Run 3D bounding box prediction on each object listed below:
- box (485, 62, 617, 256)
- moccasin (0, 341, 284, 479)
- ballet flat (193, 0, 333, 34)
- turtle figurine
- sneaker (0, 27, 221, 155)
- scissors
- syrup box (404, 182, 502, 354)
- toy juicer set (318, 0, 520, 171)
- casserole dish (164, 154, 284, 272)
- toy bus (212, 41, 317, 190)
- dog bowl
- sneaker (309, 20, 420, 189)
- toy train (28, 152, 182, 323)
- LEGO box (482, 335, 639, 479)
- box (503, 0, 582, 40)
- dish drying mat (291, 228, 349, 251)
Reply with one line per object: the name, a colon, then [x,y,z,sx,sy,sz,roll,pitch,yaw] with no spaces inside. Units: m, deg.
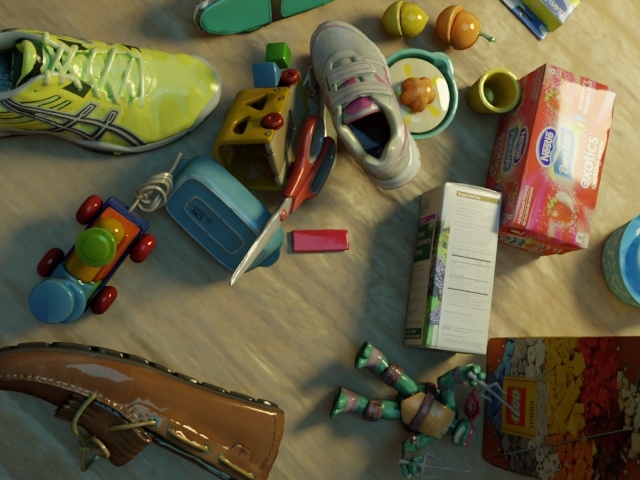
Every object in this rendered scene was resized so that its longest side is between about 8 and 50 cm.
box: [0.339,-0.116,1.178,0.128,0.122,0.256,17,79,-12]
moccasin: [-0.235,0.227,0.980,0.380,0.139,0.147,24,69,-21]
ballet flat: [-0.079,-0.356,1.124,0.241,0.091,0.077,-19,59,-21]
turtle figurine: [0.142,0.240,1.083,0.234,0.118,0.175,25,78,1]
sneaker: [-0.314,-0.192,0.994,0.385,0.147,0.145,-5,83,-17]
scissors: [-0.041,-0.039,1.025,0.021,0.109,0.297,12,59,19]
syrup box: [0.191,0.043,1.133,0.096,0.093,0.236,9,81,-14]
toy juicer set: [0.123,-0.247,1.147,0.329,0.089,0.209,-20,93,-14]
casserole dish: [-0.134,-0.028,1.042,0.188,0.114,0.037,45,37,-7]
toy bus: [-0.080,-0.161,1.074,0.104,0.202,0.190,1,90,15]
dog bowl: [0.585,0.052,1.253,0.297,0.074,0.165,14,80,-13]
sneaker: [0.058,-0.193,1.063,0.103,0.111,0.252,-29,83,11]
toy train: [-0.258,-0.009,0.958,0.105,0.143,0.248,37,96,-8]
LEGO box: [0.534,0.245,1.060,0.500,0.372,0.193,7,81,-15]
box: [0.384,-0.425,1.271,0.109,0.042,0.178,43,74,-6]
dish drying mat: [0.000,0.000,1.130,0.083,0.008,0.032,-2,83,-15]
